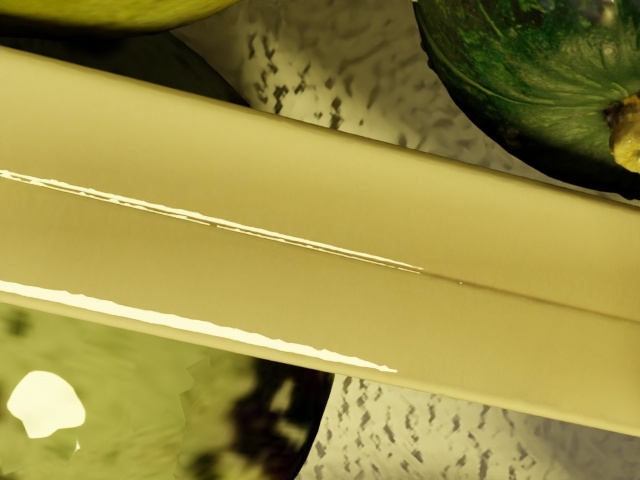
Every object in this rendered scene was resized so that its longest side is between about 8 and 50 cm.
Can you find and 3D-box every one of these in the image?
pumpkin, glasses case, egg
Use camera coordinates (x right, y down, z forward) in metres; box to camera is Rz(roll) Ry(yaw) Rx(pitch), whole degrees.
[{"bbox_3d":[0.118,-0.091,0.594,0.190,0.146,0.190,13,136,12],"label":"pumpkin"},{"bbox_3d":[0.000,0.000,0.613,0.336,0.076,0.144,13,-178,-19],"label":"glasses case"},{"bbox_3d":[-0.173,0.007,0.789,0.379,0.287,0.287,36,137,2],"label":"egg"}]

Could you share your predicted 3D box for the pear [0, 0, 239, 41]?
[{"bbox_3d":[-0.107,-0.232,0.547,0.413,0.352,0.352,-1,121,48],"label":"pear"}]
